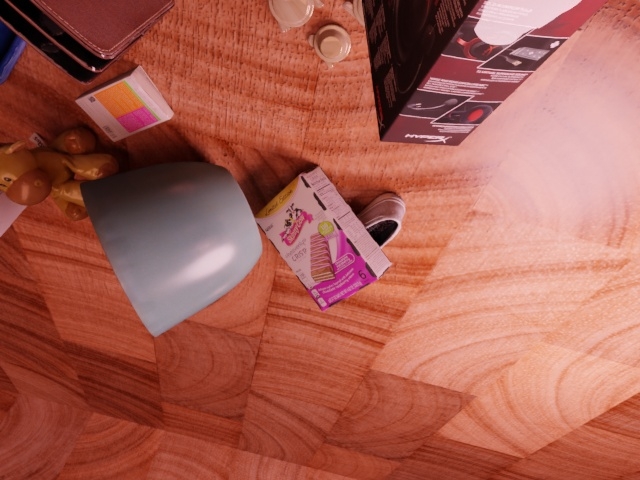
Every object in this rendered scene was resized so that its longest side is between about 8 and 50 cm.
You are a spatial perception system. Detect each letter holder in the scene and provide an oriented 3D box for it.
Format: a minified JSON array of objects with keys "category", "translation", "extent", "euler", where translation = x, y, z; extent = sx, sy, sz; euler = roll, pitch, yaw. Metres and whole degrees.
[{"category":"letter holder","translation":[-0.376,-0.347,0.545],"extent":[0.152,0.214,0.302],"euler":[-23,126,31]}]

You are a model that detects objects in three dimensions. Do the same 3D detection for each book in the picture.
[{"category":"book","translation":[-0.346,-0.235,0.784],"extent":[0.145,0.035,0.096],"euler":[-12,134,24]}]

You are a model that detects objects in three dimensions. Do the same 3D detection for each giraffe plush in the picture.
[{"category":"giraffe plush","translation":[-0.510,-0.126,0.799],"extent":[0.210,0.170,0.181],"euler":[31,106,3]}]

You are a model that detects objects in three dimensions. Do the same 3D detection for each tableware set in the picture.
[{"category":"tableware set","translation":[0.018,-0.327,0.611],"extent":[0.169,0.020,0.141],"euler":[-27,124,32]}]

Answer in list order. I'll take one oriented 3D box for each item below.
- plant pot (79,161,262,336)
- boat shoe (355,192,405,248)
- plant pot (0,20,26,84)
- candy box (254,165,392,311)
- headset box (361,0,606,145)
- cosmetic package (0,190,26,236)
[{"category":"plant pot","translation":[-0.248,-0.010,0.805],"extent":[0.235,0.293,0.292],"euler":[-25,137,-17]},{"category":"boat shoe","translation":[0.081,-0.001,0.881],"extent":[0.079,0.081,0.227],"euler":[29,134,-16]},{"category":"plant pot","translation":[-0.580,-0.323,0.614],"extent":[0.236,0.235,0.212],"euler":[-27,118,35]},{"category":"candy box","translation":[0.000,0.000,0.841],"extent":[0.159,0.071,0.233],"euler":[-37,89,38]},{"category":"headset box","translation":[0.144,-0.259,0.427],"extent":[0.110,0.217,0.293],"euler":[0,161,-14]},{"category":"cosmetic package","translation":[-0.878,-0.108,0.952],"extent":[0.386,0.156,0.217],"euler":[-3,136,15]}]
